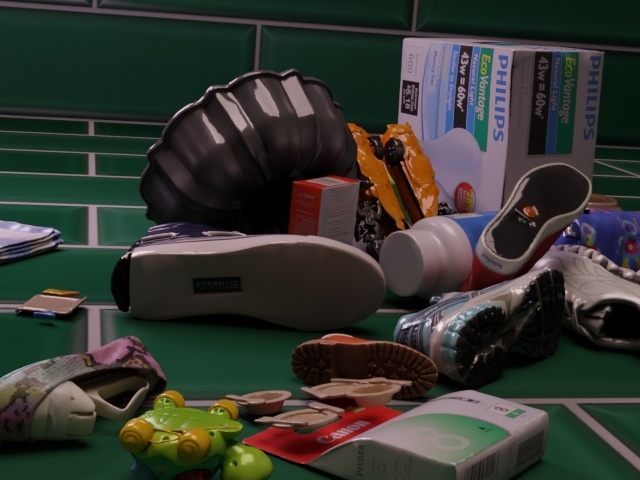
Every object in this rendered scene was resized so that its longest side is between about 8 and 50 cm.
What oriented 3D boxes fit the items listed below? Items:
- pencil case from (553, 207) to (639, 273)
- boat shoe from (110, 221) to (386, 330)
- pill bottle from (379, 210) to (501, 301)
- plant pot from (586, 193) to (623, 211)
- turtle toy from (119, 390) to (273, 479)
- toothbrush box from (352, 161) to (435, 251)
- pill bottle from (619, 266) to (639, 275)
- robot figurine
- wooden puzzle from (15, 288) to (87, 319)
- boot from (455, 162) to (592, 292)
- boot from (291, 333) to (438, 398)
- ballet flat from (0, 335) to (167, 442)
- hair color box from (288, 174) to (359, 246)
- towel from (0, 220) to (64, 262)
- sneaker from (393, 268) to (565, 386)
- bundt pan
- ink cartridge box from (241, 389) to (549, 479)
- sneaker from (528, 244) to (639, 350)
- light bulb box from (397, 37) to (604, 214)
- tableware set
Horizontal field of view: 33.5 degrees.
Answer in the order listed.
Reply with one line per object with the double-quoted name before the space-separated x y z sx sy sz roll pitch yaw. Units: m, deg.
"pencil case" 0.472 0.006 1.684 0.306 0.133 0.119 -1 -3 -29
"boat shoe" -0.088 0.030 1.376 0.340 0.127 0.158 4 20 0
"pill bottle" 0.194 0.024 1.519 0.221 0.124 0.124 -7 17 -39
"plant pot" 0.454 -0.024 1.862 0.237 0.110 0.237 5 13 -1
"turtle toy" -0.101 0.173 0.871 0.130 0.066 0.095 8 13 13
"toothbrush box" 0.064 -0.071 1.913 0.206 0.122 0.283 10 12 22
"pill bottle" 0.468 0.083 1.428 0.160 0.087 0.087 13 15 37
"robot figurine" 0.119 -0.057 1.668 0.211 0.291 0.085 -2 -31 -30
"wooden puzzle" -0.335 0.082 1.330 0.078 0.014 0.116 2 12 12
"boot" 0.263 0.010 1.427 0.088 0.176 0.244 37 52 17
"boot" 0.056 0.129 1.156 0.158 0.059 0.084 7 8 19
"ballet flat" -0.219 0.144 0.978 0.079 0.077 0.221 32 23 22
"hair color box" 0.000 0.000 1.454 0.053 0.167 0.093 14 16 33
"towel" -0.545 0.005 1.559 0.209 0.034 0.285 9 13 24
"sneaker" 0.196 0.088 1.275 0.122 0.110 0.283 10 13 39
"bundt pan" -0.085 -0.077 1.527 0.331 0.331 0.124 -5 47 -36
"ink cartridge box" 0.070 0.171 0.977 0.224 0.056 0.181 14 15 34
"sneaker" 0.353 0.080 1.392 0.118 0.110 0.292 -22 25 -40
"light bulb box" 0.340 -0.213 2.102 0.225 0.358 0.361 -5 14 -29
"tableware set" -0.001 0.153 1.033 0.168 0.020 0.141 -10 4 -34
